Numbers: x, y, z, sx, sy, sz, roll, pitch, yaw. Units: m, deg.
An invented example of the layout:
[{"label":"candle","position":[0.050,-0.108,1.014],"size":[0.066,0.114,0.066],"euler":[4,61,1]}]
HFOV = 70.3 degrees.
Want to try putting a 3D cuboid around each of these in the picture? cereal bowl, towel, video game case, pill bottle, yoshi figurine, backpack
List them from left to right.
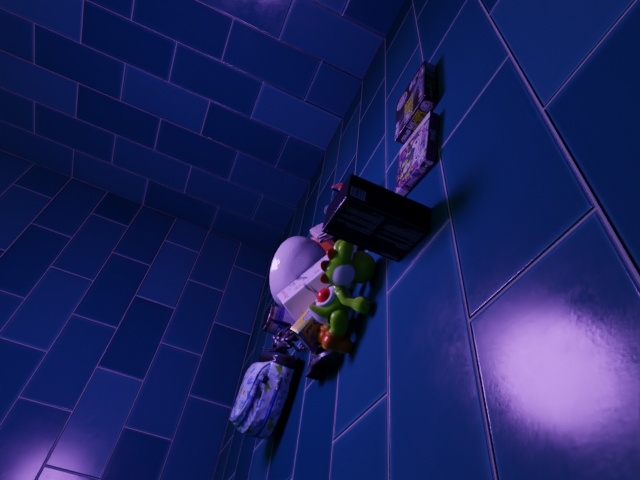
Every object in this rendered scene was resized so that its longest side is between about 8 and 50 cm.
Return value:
[{"label":"backpack","position":[-0.245,0.675,1.990],"size":[0.290,0.273,0.356],"euler":[154,125,-64]},{"label":"pill bottle","position":[-0.141,0.377,2.026],"size":[0.123,0.219,0.123],"euler":[-158,90,-79]},{"label":"cereal bowl","position":[-0.062,0.152,1.999],"size":[0.141,0.339,0.339],"euler":[7,70,34]},{"label":"towel","position":[0.048,-0.063,2.133],"size":[0.187,0.049,0.282],"euler":[-27,12,-5]},{"label":"yoshi figurine","position":[0.100,0.182,1.537],"size":[0.203,0.203,0.363],"euler":[5,-86,-61]},{"label":"video game case","position":[0.325,-0.288,1.543],"size":[0.210,0.041,0.232],"euler":[126,162,-55]}]

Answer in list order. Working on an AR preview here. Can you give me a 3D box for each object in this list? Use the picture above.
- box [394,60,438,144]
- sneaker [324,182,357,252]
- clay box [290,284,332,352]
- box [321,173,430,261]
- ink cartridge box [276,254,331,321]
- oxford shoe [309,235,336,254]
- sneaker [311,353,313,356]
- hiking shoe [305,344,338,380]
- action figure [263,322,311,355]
[{"label":"box","position":[0.366,-0.528,1.748],"size":[0.216,0.060,0.270],"euler":[124,163,-46]},{"label":"sneaker","position":[0.083,-0.066,1.840],"size":[0.131,0.148,0.350],"euler":[105,170,-76]},{"label":"clay box","position":[0.005,0.277,1.633],"size":[0.222,0.127,0.053],"euler":[-47,41,-19]},{"label":"box","position":[0.161,-0.060,1.332],"size":[0.184,0.261,0.103],"euler":[126,162,-49]},{"label":"ink cartridge box","position":[-0.022,0.186,1.787],"size":[0.283,0.117,0.207],"euler":[-39,9,-9]},{"label":"oxford shoe","position":[0.000,0.000,2.323],"size":[0.133,0.130,0.363],"euler":[-57,14,-20]},{"label":"sneaker","position":[-0.016,0.439,1.820],"size":[0.044,0.040,0.109],"euler":[-53,17,4]},{"label":"hiking shoe","position":[0.003,0.416,1.627],"size":[0.227,0.086,0.114],"euler":[124,160,-51]},{"label":"action figure","position":[-0.085,0.386,1.807],"size":[0.275,0.141,0.164],"euler":[-34,11,-24]}]
